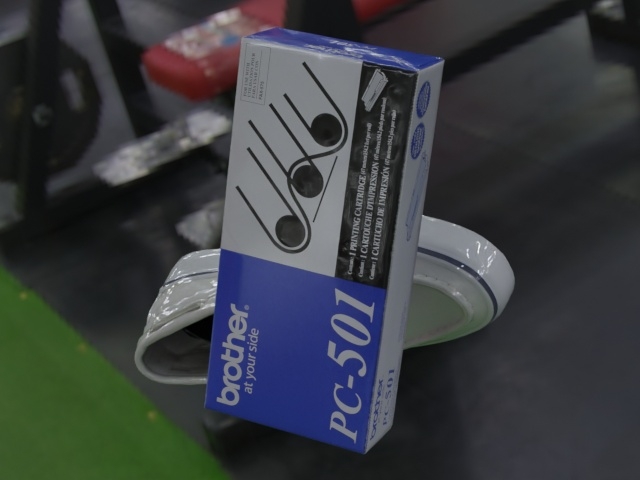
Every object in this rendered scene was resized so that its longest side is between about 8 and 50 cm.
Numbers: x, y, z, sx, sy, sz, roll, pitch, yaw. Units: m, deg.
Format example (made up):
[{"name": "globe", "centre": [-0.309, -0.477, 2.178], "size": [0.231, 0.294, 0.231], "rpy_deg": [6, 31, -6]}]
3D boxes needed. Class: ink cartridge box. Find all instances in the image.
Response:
[{"name": "ink cartridge box", "centre": [0.000, 0.000, 0.831], "size": [0.097, 0.207, 0.046], "rpy_deg": [13, 19, 20]}]

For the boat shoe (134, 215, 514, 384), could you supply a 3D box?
[{"name": "boat shoe", "centre": [-0.008, 0.049, 0.983], "size": [0.268, 0.096, 0.088], "rpy_deg": [-3, 42, 35]}]
